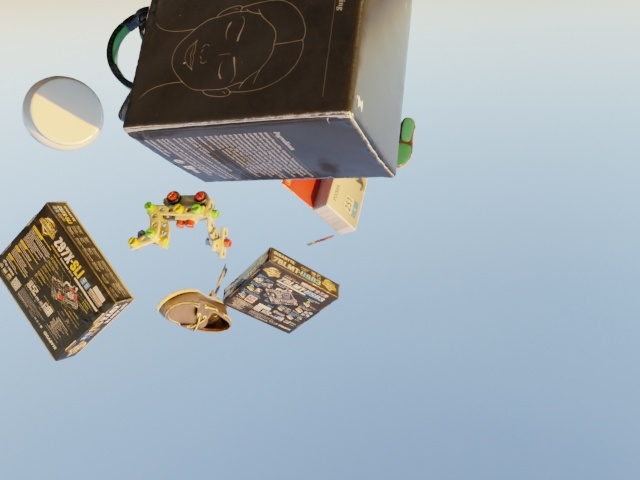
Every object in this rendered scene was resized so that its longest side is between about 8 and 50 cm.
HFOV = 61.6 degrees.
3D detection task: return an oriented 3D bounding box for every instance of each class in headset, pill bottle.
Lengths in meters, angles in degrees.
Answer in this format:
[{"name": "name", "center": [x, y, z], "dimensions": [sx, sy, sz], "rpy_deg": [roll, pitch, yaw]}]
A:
[{"name": "headset", "center": [-0.466, -0.610, 1.682], "dimensions": [0.394, 0.243, 0.185], "rpy_deg": [-31, 177, 0]}, {"name": "pill bottle", "center": [-0.734, -0.357, 1.528], "dimensions": [0.204, 0.204, 0.361], "rpy_deg": [-16, -163, -26]}]

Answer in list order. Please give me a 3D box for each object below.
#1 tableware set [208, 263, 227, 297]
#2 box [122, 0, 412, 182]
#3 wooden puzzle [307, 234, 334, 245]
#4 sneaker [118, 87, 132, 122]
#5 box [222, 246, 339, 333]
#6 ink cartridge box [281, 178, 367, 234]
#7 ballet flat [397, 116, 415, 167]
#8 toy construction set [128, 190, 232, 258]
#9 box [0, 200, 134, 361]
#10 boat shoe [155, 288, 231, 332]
[{"name": "tableware set", "center": [-0.362, 0.156, 1.881], "dimensions": [0.020, 0.141, 0.169], "rpy_deg": [25, -175, -4]}, {"name": "box", "center": [-0.085, -0.391, 1.102], "dimensions": [0.471, 0.480, 0.297], "rpy_deg": [1, 166, 25]}, {"name": "wooden puzzle", "center": [0.000, 0.000, 1.298], "dimensions": [0.049, 0.006, 0.083], "rpy_deg": [-19, 180, 38]}, {"name": "sneaker", "center": [-0.300, -0.395, 1.392], "dimensions": [0.169, 0.257, 0.448], "rpy_deg": [-26, -152, 51]}, {"name": "box", "center": [-0.137, 0.182, 1.843], "dimensions": [0.295, 0.293, 0.073], "rpy_deg": [29, -141, -25]}, {"name": "ink cartridge box", "center": [0.031, -0.208, 1.598], "dimensions": [0.066, 0.261, 0.296], "rpy_deg": [-18, -136, 40]}, {"name": "ballet flat", "center": [0.318, -0.366, 2.069], "dimensions": [0.076, 0.079, 0.222], "rpy_deg": [14, -106, 0]}, {"name": "toy construction set", "center": [-0.450, -0.049, 1.770], "dimensions": [0.327, 0.151, 0.215], "rpy_deg": [8, -114, 2]}, {"name": "box", "center": [-0.660, 0.104, 1.368], "dimensions": [0.322, 0.257, 0.079], "rpy_deg": [51, -164, 9]}, {"name": "boat shoe", "center": [-0.377, 0.227, 1.649], "dimensions": [0.116, 0.324, 0.097], "rpy_deg": [-41, -111, 5]}]
